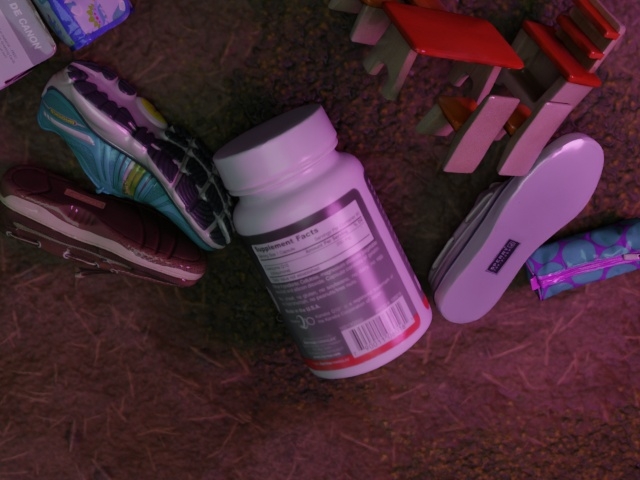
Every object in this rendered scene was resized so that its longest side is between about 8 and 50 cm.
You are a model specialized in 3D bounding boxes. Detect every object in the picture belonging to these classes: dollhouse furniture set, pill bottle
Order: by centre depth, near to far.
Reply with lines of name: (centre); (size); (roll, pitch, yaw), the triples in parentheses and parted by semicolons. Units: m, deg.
dollhouse furniture set: (0.176, -0.204, 1.186); (0.259, 0.262, 0.135); (1, 135, -38)
pill bottle: (0.000, 0.000, 1.302); (0.161, 0.161, 0.283); (-24, 106, 10)

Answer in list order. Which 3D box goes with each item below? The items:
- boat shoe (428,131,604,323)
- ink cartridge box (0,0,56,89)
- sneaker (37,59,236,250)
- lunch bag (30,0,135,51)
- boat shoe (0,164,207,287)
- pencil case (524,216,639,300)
boat shoe: (0.217, -0.025, 1.326); (0.096, 0.088, 0.267); (19, 116, -29)
ink cartridge box: (-0.453, -0.285, 1.236); (0.272, 0.130, 0.309); (-24, 106, 12)
sneaker: (-0.209, -0.089, 1.328); (0.275, 0.107, 0.110); (44, 124, -7)
lunch bag: (-0.272, -0.273, 1.225); (0.096, 0.151, 0.129); (-30, 104, 12)
boat shoe: (-0.261, 0.001, 1.358); (0.257, 0.095, 0.095); (26, 122, 0)
pencil case: (0.316, 0.021, 1.346); (0.152, 0.070, 0.064); (-18, 107, 9)
